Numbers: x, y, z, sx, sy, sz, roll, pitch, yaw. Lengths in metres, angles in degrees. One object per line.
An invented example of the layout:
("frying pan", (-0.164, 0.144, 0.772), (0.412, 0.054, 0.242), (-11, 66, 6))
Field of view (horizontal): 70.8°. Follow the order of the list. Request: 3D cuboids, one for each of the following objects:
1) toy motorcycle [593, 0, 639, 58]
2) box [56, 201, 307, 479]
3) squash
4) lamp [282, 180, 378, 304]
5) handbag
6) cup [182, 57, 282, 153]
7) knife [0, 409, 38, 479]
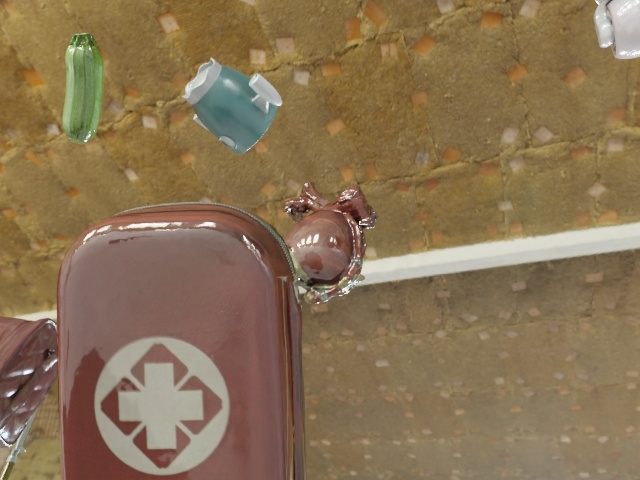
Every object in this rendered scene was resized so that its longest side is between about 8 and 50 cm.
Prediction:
("toy motorcycle", (0.347, -0.334, 0.523), (0.113, 0.112, 0.254), (-10, -92, 19))
("box", (-0.146, 0.161, 0.479), (0.264, 0.108, 0.403), (-3, -91, 4))
("squash", (-0.482, -0.306, 0.916), (0.068, 0.077, 0.219), (20, -70, 24))
("lamp", (0.004, 0.010, 0.827), (0.215, 0.223, 0.151), (8, -40, 39))
("handbag", (-0.553, 0.236, 0.779), (0.136, 0.225, 0.146), (3, -57, 0))
("cup", (-0.211, -0.315, 1.027), (0.173, 0.167, 0.300), (36, -25, -32))
("knife", (-0.626, 0.430, 0.938), (0.027, 0.342, 0.061), (25, -46, -26))
